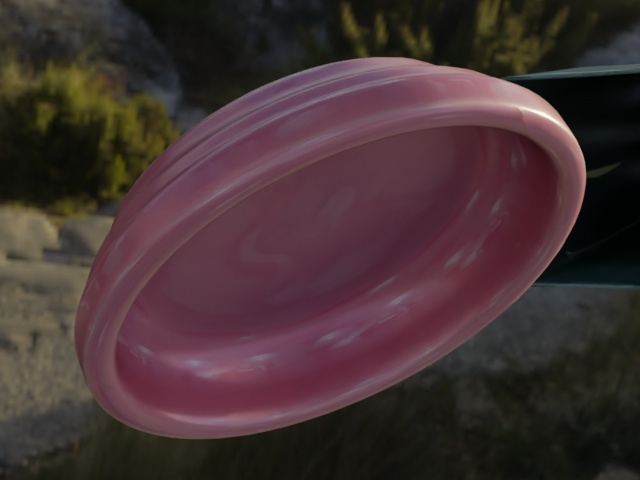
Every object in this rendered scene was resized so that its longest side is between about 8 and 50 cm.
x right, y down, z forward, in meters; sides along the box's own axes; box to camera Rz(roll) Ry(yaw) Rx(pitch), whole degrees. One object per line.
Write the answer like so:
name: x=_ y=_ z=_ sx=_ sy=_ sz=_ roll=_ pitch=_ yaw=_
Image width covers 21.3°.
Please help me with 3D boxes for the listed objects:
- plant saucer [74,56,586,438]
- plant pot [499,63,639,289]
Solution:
plant saucer: x=0.000 y=0.000 z=1.054 sx=0.332 sy=0.332 sz=0.084 roll=-9 pitch=57 yaw=-30
plant pot: x=0.280 y=-0.067 z=1.360 sx=0.166 sy=0.165 sz=0.234 roll=1 pitch=12 yaw=39
